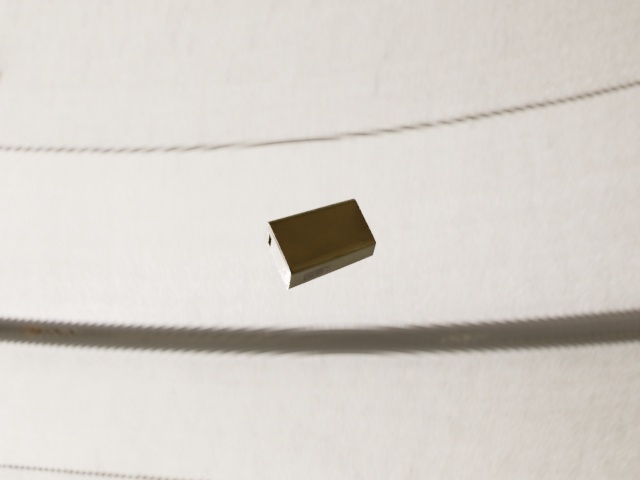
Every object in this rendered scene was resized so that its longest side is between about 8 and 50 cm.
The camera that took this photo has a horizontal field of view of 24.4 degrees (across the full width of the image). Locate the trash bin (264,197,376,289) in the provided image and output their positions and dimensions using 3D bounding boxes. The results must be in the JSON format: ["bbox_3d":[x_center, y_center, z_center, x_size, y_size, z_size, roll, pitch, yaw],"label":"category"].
[{"bbox_3d":[0.000,0.000,1.426,0.092,0.043,0.061,-20,-114,-14],"label":"trash bin"}]
